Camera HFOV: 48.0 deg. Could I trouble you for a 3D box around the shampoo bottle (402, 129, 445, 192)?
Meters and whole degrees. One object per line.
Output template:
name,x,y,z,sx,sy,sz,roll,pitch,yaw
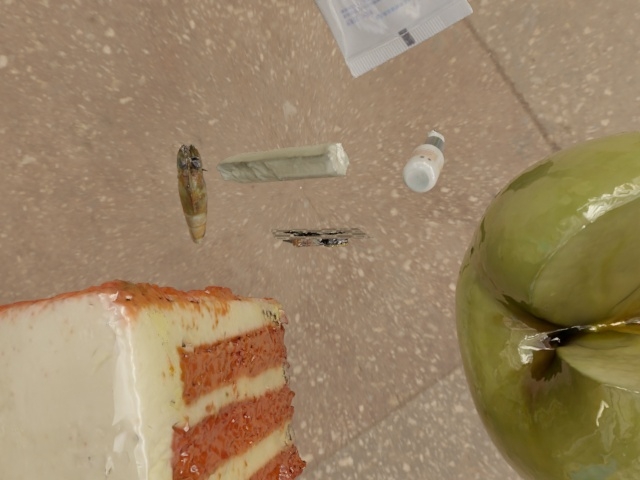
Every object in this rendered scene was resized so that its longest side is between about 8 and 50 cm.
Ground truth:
shampoo bottle,0.229,-0.173,1.537,0.074,0.192,0.074,11,124,16

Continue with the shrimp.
shrimp,-0.254,-0.119,1.410,0.058,0.296,0.169,-9,55,-13

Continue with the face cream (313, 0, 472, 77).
face cream,0.053,-0.508,1.209,0.234,0.137,0.420,-30,87,-6

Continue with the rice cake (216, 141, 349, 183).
rice cake,-0.061,-0.116,1.109,0.256,0.057,0.052,0,98,43

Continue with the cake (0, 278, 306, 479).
cake,-0.072,0.101,0.424,0.262,0.159,0.158,-4,84,-43

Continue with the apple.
apple,0.247,0.061,0.547,0.254,0.292,0.292,-4,95,-24

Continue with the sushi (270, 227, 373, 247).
sushi,0.000,0.000,1.496,0.200,0.139,0.031,-1,100,-8
